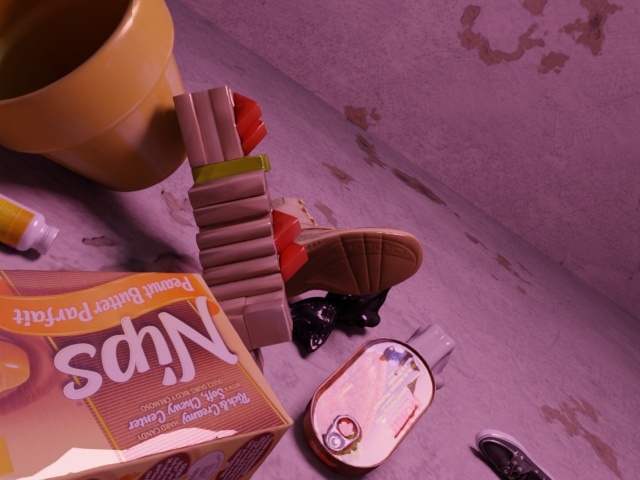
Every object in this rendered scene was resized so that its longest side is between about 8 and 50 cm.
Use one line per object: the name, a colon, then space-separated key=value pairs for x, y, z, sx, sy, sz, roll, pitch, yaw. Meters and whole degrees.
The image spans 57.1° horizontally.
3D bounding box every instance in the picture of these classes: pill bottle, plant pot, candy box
pill bottle: x=-0.310 y=-0.017 z=0.591 sx=0.083 sy=0.043 sz=0.043 roll=29 pitch=22 yaw=-19
plant pot: x=-0.274 y=-0.186 z=0.710 sx=0.254 sy=0.254 sz=0.239 roll=49 pitch=-8 yaw=28
candy box: x=-0.193 y=0.109 z=0.423 sx=0.317 sy=0.087 sz=0.183 roll=6 pitch=36 yaw=-48

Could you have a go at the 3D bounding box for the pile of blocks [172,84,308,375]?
pile of blocks: x=-0.078 y=-0.019 z=0.683 sx=0.149 sy=0.113 sz=0.361 roll=69 pitch=10 yaw=-74

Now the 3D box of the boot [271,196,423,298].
boot: x=0.000 y=0.000 z=0.844 sx=0.262 sy=0.095 sz=0.203 roll=-10 pitch=24 yaw=1

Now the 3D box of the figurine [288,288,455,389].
figurine: x=0.067 y=0.144 z=0.816 sx=0.215 sy=0.092 sz=0.209 roll=45 pitch=30 yaw=19

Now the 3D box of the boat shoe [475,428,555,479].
boat shoe: x=0.276 y=0.317 z=0.815 sx=0.142 sy=0.049 sz=0.040 roll=38 pitch=21 yaw=-3

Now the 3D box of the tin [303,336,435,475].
tin: x=0.059 y=0.186 z=0.673 sx=0.106 sy=0.040 sz=0.190 roll=40 pitch=44 yaw=17
